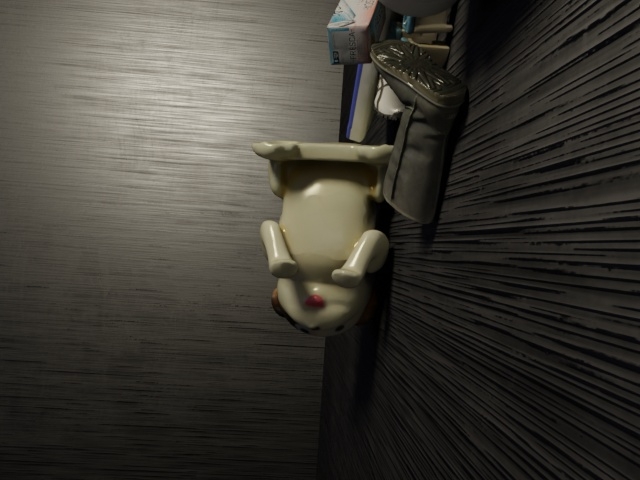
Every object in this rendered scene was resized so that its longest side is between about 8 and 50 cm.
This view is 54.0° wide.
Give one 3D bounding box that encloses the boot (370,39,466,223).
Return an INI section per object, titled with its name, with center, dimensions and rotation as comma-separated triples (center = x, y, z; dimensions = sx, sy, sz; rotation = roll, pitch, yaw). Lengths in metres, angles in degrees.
[boot]
center = 0.121, -0.153, 0.887
dimensions = 0.208, 0.076, 0.189
rotation = 92, 153, -46

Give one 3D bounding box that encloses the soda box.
[soda box]
center = 0.057, -0.328, 0.946
dimensions = 0.183, 0.063, 0.058
rotation = -73, -20, -50

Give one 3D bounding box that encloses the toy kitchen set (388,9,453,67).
[toy kitchen set]
center = 0.126, -0.371, 0.921
dimensions = 0.166, 0.122, 0.207
rotation = -93, 8, -61

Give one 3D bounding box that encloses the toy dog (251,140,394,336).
[toy dog]
center = 0.000, 0.000, 1.310
dimensions = 0.395, 0.285, 0.407
rotation = -108, 20, -81

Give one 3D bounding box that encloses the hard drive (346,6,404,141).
[hard drive]
center = 0.118, -0.372, 1.199
dimensions = 0.318, 0.040, 0.210
rotation = 99, -166, -54

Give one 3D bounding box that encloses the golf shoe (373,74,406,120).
[golf shoe]
center = 0.132, -0.273, 1.083
dimensions = 0.198, 0.077, 0.094
rotation = -93, 8, -53

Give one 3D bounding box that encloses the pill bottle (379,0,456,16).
[pill bottle]
center = 0.126, -0.357, 0.634
dimensions = 0.278, 0.162, 0.162
rotation = 109, 165, -79
